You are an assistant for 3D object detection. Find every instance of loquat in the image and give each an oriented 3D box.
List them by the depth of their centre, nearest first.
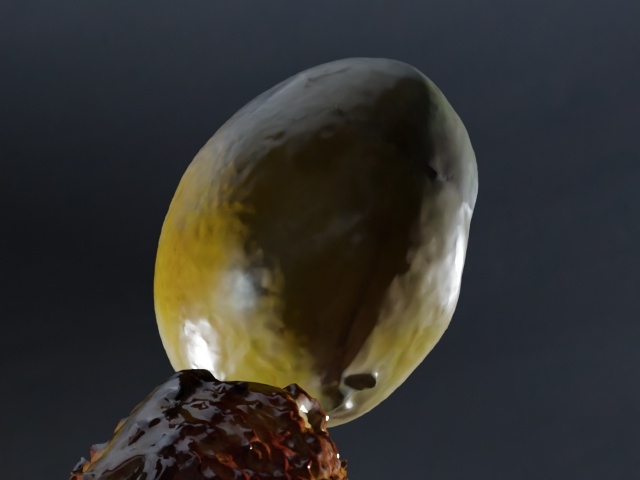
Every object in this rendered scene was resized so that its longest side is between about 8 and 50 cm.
[{"bbox_3d":[0.000,0.000,1.111,0.179,0.179,0.227,26,87,-47],"label":"loquat"}]

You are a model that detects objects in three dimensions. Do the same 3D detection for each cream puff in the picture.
[{"bbox_3d":[-0.068,0.177,0.954,0.164,0.240,0.240,24,136,7],"label":"cream puff"}]
